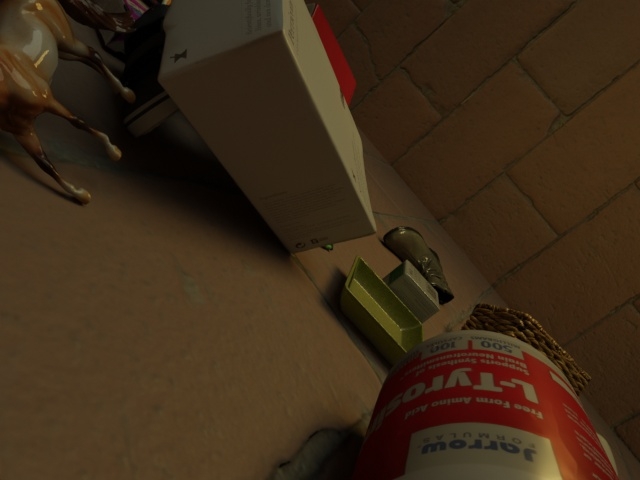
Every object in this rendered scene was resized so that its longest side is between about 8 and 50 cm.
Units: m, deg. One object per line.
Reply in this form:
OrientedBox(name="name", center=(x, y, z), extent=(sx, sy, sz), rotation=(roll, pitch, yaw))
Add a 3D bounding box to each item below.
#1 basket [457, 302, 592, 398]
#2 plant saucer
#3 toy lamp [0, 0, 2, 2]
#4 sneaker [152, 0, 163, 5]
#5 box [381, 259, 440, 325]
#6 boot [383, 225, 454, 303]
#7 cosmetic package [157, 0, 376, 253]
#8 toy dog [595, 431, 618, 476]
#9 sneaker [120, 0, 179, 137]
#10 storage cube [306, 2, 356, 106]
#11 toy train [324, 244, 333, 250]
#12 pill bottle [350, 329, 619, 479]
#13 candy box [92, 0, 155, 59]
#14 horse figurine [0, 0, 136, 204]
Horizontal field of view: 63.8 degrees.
OrientedBox(name="basket", center=(0.442, 0.320, 1.224), extent=(0.299, 0.223, 0.214), rotation=(41, -14, -23))
OrientedBox(name="plant saucer", center=(0.101, 0.129, 0.887), extent=(0.188, 0.045, 0.188), rotation=(47, 17, -3))
OrientedBox(name="toy lamp", center=(-0.410, -0.296, 0.513), extent=(0.274, 0.080, 0.080), rotation=(45, 17, -1))
OrientedBox(name="sneaker", center=(-0.233, -0.429, 0.921), extent=(0.319, 0.112, 0.131), rotation=(30, 28, -55))
OrientedBox(name="box", center=(0.171, 0.111, 1.023), extent=(0.102, 0.087, 0.101), rotation=(47, 17, -3))
OrientedBox(name="boot", center=(0.278, 0.070, 1.397), extent=(0.247, 0.083, 0.161), rotation=(33, 29, -38))
OrientedBox(name="cosmetic package", center=(-0.051, -0.174, 0.723), extent=(0.385, 0.156, 0.217), rotation=(58, 21, -54))
OrientedBox(name="toy dog", center=(0.394, 0.435, 0.760), extent=(0.161, 0.219, 0.333), rotation=(15, 13, -2))
OrientedBox(name="sneaker", center=(-0.227, -0.260, 0.738), extent=(0.127, 0.126, 0.321), rotation=(53, 22, -26))
OrientedBox(name="storage cube", center=(-0.070, -0.289, 0.953), extent=(0.193, 0.184, 0.214), rotation=(50, 52, -52))
OrientedBox(name="toy train", center=(0.000, 0.000, 0.968), extent=(0.083, 0.017, 0.023), rotation=(27, 37, -50))
OrientedBox(name="pill bottle", center=(0.130, 0.239, 0.410), extent=(0.229, 0.229, 0.408), rotation=(49, 17, 3))
OrientedBox(name="candy box", center=(-0.324, -0.387, 0.920), extent=(0.159, 0.071, 0.233), rotation=(28, 27, -53))
OrientedBox(name="horse figurine", center=(-0.257, -0.163, 0.490), extent=(0.174, 0.066, 0.263), rotation=(48, 34, -48))
